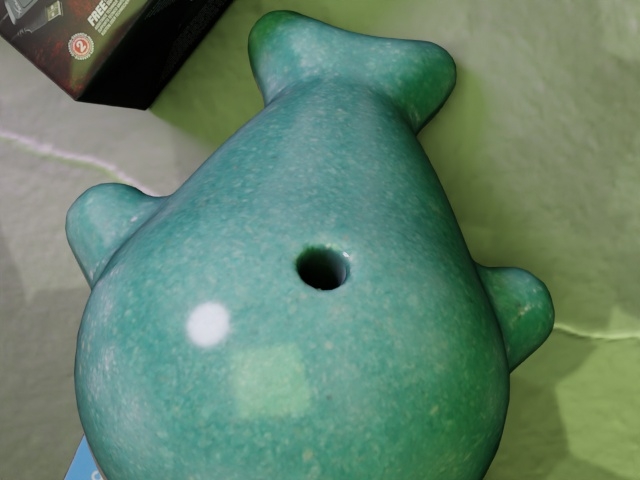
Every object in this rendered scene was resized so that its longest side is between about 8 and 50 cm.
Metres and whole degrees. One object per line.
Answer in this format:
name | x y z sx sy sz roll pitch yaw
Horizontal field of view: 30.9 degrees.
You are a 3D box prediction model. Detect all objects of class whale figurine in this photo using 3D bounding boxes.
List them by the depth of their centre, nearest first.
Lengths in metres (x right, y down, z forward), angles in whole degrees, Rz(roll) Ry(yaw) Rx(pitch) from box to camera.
whale figurine | 0.000 0.000 0.485 0.216 0.141 0.272 13 60 -1

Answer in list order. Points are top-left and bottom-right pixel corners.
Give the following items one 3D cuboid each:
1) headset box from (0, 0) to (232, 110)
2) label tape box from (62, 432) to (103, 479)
headset box | -0.141 -0.237 0.547 0.293 0.110 0.218 41 99 4
label tape box | 0.012 0.239 0.558 0.333 0.106 0.240 26 97 8
